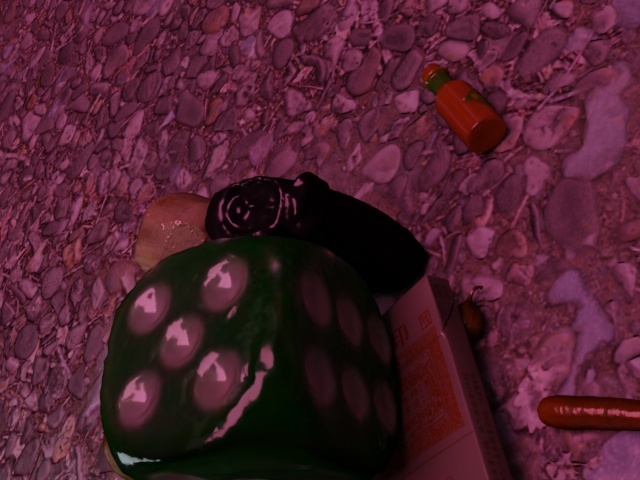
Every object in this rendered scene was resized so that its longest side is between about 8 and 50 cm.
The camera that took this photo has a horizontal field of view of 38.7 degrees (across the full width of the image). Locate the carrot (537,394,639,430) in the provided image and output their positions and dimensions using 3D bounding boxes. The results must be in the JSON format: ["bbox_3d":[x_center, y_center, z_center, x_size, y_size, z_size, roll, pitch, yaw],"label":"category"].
[{"bbox_3d":[0.366,0.204,1.060,0.248,0.043,0.043,-6,65,38],"label":"carrot"}]

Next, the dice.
[{"bbox_3d":[-0.083,0.177,1.182,0.300,0.297,0.287,-17,57,30],"label":"dice"}]

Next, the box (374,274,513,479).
[{"bbox_3d":[0.139,0.250,1.196,0.204,0.051,0.365,-48,42,39],"label":"box"}]

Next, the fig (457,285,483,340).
[{"bbox_3d":[0.205,0.099,1.257,0.050,0.050,0.083,0,58,42],"label":"fig"}]

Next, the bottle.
[{"bbox_3d":[0.210,-0.211,1.395,0.069,0.069,0.187,-46,46,15],"label":"bottle"}]

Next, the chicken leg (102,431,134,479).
[{"bbox_3d":[-0.183,0.308,1.448,0.429,0.153,0.201,-8,76,32],"label":"chicken leg"}]

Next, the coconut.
[{"bbox_3d":[-0.238,0.001,1.618,0.194,0.194,0.194,-20,56,34],"label":"coconut"}]

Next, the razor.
[{"bbox_3d":[-0.001,-0.004,1.294,0.189,0.327,0.107,-12,67,34],"label":"razor"}]
